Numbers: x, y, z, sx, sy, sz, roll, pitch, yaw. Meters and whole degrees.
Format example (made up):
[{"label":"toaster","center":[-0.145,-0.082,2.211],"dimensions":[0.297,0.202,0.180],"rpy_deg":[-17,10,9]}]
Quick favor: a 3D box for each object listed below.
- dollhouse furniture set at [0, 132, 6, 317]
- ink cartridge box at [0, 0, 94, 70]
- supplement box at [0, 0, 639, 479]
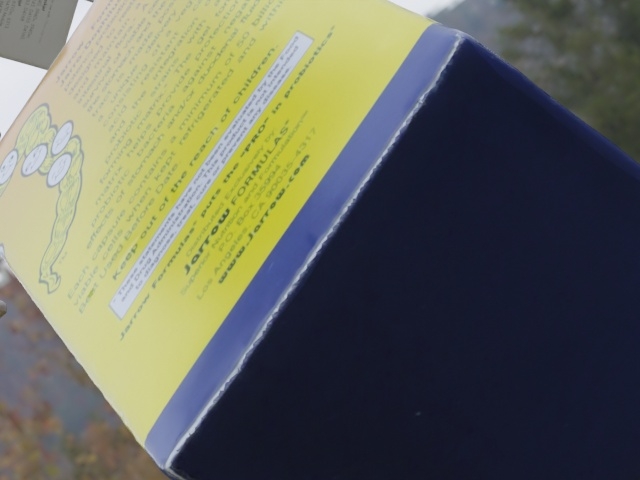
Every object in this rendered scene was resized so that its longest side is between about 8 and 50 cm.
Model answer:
[{"label":"dollhouse furniture set","center":[-0.295,-0.035,1.490],"dimensions":[0.174,0.303,0.355],"rpy_deg":[-37,-43,26]},{"label":"ink cartridge box","center":[-0.245,-0.169,1.362],"dimensions":[0.104,0.180,0.060],"rpy_deg":[27,101,56]},{"label":"supplement box","center":[0.000,0.000,0.865],"dimensions":[0.195,0.194,0.356],"rpy_deg":[-55,28,2]}]
